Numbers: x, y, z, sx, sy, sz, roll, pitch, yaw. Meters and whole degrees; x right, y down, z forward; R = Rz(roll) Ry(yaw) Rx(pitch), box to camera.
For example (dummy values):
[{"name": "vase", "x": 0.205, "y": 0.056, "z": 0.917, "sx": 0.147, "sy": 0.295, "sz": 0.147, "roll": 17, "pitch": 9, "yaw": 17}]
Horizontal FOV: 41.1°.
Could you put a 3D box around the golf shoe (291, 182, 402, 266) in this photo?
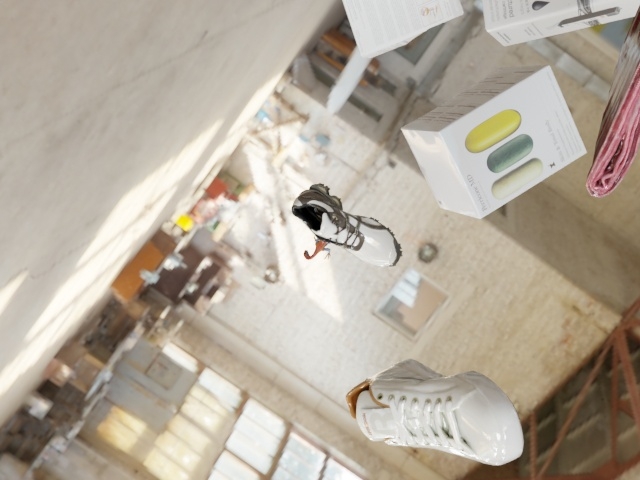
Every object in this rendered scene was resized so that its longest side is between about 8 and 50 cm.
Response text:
[{"name": "golf shoe", "x": 0.036, "y": -0.011, "z": 1.378, "sx": 0.094, "sy": 0.198, "sz": 0.077, "roll": -34, "pitch": 153, "yaw": -57}]

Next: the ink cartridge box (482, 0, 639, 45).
[{"name": "ink cartridge box", "x": 0.399, "y": -0.445, "z": 1.361, "sx": 0.273, "sy": 0.197, "sz": 0.114, "roll": -8, "pitch": 175, "yaw": 26}]

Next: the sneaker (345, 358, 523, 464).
[{"name": "sneaker", "x": 0.119, "y": 0.212, "z": 0.991, "sx": 0.123, "sy": 0.106, "sz": 0.290, "roll": -17, "pitch": -176, "yaw": -21}]

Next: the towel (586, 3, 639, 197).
[{"name": "towel", "x": 0.355, "y": -0.221, "z": 0.904, "sx": 0.329, "sy": 0.037, "sz": 0.237, "roll": -57, "pitch": 165, "yaw": -48}]

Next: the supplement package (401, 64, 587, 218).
[{"name": "supplement package", "x": 0.345, "y": -0.202, "z": 1.720, "sx": 0.263, "sy": 0.199, "sz": 0.198, "roll": -31, "pitch": -164, "yaw": -9}]

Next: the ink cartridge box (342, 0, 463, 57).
[{"name": "ink cartridge box", "x": 0.161, "y": -0.497, "z": 1.724, "sx": 0.232, "sy": 0.189, "sz": 0.066, "roll": -17, "pitch": -178, "yaw": 22}]

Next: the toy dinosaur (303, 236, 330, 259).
[{"name": "toy dinosaur", "x": 0.000, "y": 0.000, "z": 1.596, "sx": 0.082, "sy": 0.047, "sz": 0.090, "roll": -46, "pitch": 159, "yaw": -17}]
